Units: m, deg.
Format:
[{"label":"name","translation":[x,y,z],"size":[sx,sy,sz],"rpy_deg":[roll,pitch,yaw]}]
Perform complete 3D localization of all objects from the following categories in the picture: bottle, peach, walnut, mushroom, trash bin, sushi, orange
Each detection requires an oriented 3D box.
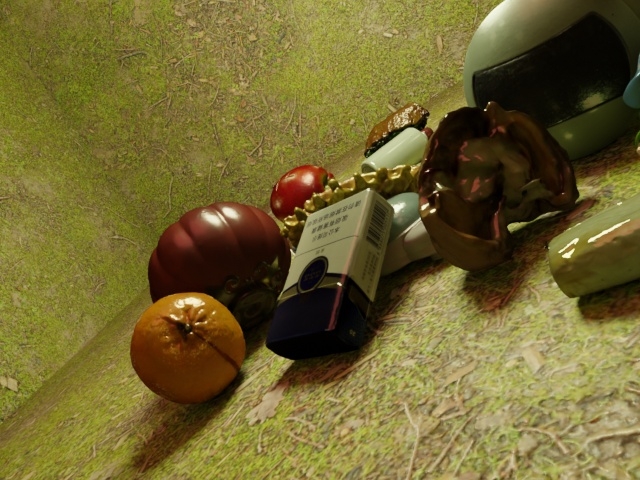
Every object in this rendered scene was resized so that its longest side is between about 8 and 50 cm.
[{"label":"bottle","translation":[0.237,-0.251,1.609],"size":[0.245,0.104,0.104],"rpy_deg":[-39,13,-18]},{"label":"peach","translation":[-0.057,-0.141,1.774],"size":[0.226,0.196,0.189],"rpy_deg":[-23,-17,36]},{"label":"walnut","translation":[0.221,-0.074,0.778],"size":[0.238,0.204,0.141],"rpy_deg":[-33,-11,-23]},{"label":"mushroom","translation":[0.361,-0.034,0.502],"size":[0.312,0.081,0.100],"rpy_deg":[-28,7,34]},{"label":"trash bin","translation":[0.438,-0.324,0.973],"size":[0.280,0.281,0.432],"rpy_deg":[-23,14,43]},{"label":"sushi","translation":[0.258,-0.324,1.761],"size":[0.287,0.149,0.140],"rpy_deg":[-27,48,37]},{"label":"orange","translation":[-0.224,0.180,0.944],"size":[0.193,0.193,0.161],"rpy_deg":[-39,-3,-21]}]

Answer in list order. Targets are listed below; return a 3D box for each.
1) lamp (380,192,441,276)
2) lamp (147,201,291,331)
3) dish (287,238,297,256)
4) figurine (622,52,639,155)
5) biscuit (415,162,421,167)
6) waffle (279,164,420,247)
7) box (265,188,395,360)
[{"label":"lamp","translation":[0.144,-0.021,0.957],"size":[0.179,0.108,0.246],"rpy_deg":[-46,17,-29]},{"label":"lamp","translation":[-0.204,0.063,1.141],"size":[0.303,0.303,0.257],"rpy_deg":[-37,55,-11]},{"label":"dish","translation":[0.000,0.000,1.342],"size":[0.141,0.078,0.141],"rpy_deg":[-11,62,20]},{"label":"figurine","translation":[0.463,-0.177,0.680],"size":[0.162,0.143,0.263],"rpy_deg":[-32,26,53]},{"label":"biscuit","translation":[0.191,-0.134,1.434],"size":[0.265,0.040,0.188],"rpy_deg":[-35,10,-3]},{"label":"waffle","translation":[0.082,-0.063,1.086],"size":[0.292,0.069,0.259],"rpy_deg":[-11,-20,-41]},{"label":"box","translation":[0.017,0.056,0.873],"size":[0.168,0.071,0.260],"rpy_deg":[-22,40,45]}]
